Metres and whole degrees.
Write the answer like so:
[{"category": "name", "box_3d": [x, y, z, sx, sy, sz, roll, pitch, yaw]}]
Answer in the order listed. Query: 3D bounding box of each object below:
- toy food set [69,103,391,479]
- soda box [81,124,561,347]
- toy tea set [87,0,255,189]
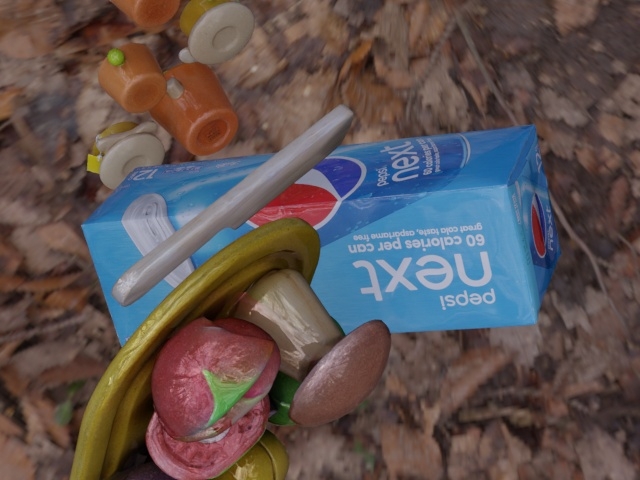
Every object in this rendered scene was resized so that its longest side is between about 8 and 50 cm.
[{"category": "toy food set", "box_3d": [-0.027, 0.063, 0.626, 0.071, 0.128, 0.218, 42, 145, 17]}, {"category": "soda box", "box_3d": [0.000, 0.000, 0.746, 0.210, 0.067, 0.071, -5, 116, 22]}, {"category": "toy tea set", "box_3d": [-0.190, -0.221, 1.874, 0.200, 0.124, 0.336, -17, 141, -28]}]
